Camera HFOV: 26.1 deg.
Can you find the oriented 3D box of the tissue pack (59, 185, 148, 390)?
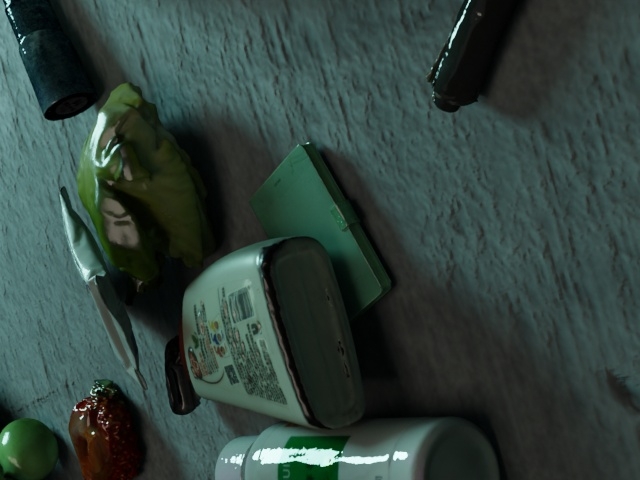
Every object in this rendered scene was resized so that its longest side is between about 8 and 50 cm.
[{"bbox_3d":[-0.203,0.042,1.266,0.193,0.026,0.122,-128,18,-55],"label":"tissue pack"}]

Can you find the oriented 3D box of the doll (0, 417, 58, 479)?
[{"bbox_3d":[-0.448,0.238,1.553,0.322,0.198,0.186,33,140,25],"label":"doll"}]

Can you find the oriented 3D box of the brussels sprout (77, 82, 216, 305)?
[{"bbox_3d":[-0.161,-0.039,1.201,0.139,0.100,0.181,28,143,59],"label":"brussels sprout"}]

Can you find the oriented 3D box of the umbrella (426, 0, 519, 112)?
[{"bbox_3d":[0.106,-0.140,0.904,0.036,0.031,0.133,48,135,28],"label":"umbrella"}]

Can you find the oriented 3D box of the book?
[{"bbox_3d":[0.000,0.000,1.088,0.135,0.017,0.103,61,141,13],"label":"book"}]

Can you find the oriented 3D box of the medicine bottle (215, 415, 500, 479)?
[{"bbox_3d":[0.019,0.184,1.078,0.260,0.095,0.095,-9,97,51],"label":"medicine bottle"}]

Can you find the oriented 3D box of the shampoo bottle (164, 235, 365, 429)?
[{"bbox_3d":[-0.066,0.089,1.148,0.284,0.071,0.153,-21,84,62],"label":"shampoo bottle"}]

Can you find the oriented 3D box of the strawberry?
[{"bbox_3d":[-0.226,0.210,1.401,0.104,0.048,0.152,38,127,38],"label":"strawberry"}]

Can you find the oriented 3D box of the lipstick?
[{"bbox_3d":[-0.278,-0.226,1.293,0.053,0.053,0.234,-38,73,48],"label":"lipstick"}]
